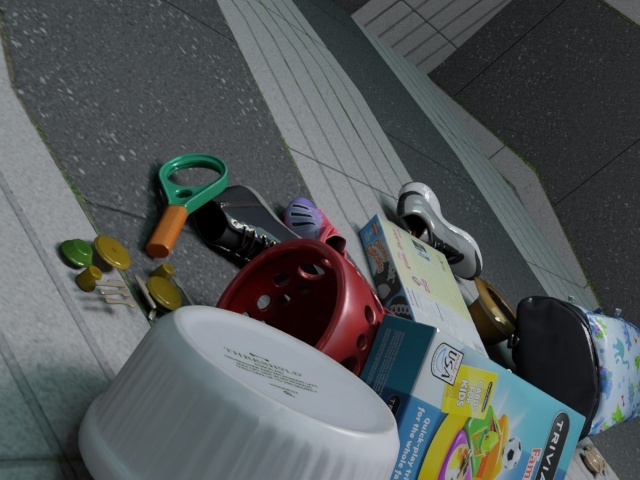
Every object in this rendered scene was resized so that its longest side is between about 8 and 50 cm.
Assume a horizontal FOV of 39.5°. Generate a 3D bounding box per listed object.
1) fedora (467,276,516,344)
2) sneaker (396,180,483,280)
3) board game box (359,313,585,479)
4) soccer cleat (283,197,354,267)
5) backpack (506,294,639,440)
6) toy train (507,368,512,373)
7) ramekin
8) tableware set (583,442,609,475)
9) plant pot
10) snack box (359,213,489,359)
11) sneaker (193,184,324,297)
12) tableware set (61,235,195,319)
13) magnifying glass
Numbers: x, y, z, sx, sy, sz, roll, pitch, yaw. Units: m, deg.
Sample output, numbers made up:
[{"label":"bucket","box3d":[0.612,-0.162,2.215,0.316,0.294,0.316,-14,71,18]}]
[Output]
[{"label":"fedora","box3d":[0.359,0.166,1.876,0.194,0.079,0.194,45,15,-15]},{"label":"sneaker","box3d":[0.255,-0.001,1.967,0.271,0.100,0.108,46,44,-19]},{"label":"board game box","box3d":[0.152,0.261,0.998,0.079,0.254,0.336,11,-15,47]},{"label":"soccer cleat","box3d":[0.000,0.000,1.376,0.083,0.095,0.248,39,22,-27]},{"label":"backpack","box3d":[0.528,0.263,1.801,0.355,0.273,0.290,32,55,-70]},{"label":"toy train","box3d":[0.351,0.307,1.569,0.125,0.046,0.166,58,35,-22]},{"label":"ramekin","box3d":[-0.056,0.161,0.761,0.273,0.127,0.273,27,8,-4]},{"label":"tableware set","box3d":[0.562,0.434,1.908,0.169,0.020,0.141,55,20,14]},{"label":"plant pot","box3d":[-0.006,0.121,1.014,0.174,0.191,0.191,45,17,-41]},{"label":"snack box","box3d":[0.184,0.100,1.621,0.187,0.060,0.322,30,26,-29]},{"label":"sneaker","box3d":[-0.081,0.019,1.210,0.222,0.083,0.118,44,23,12]},{"label":"tableware set","box3d":[-0.208,0.040,0.963,0.104,0.024,0.154,54,21,22]},{"label":"magnifying glass","box3d":[-0.177,-0.051,1.136,0.092,0.026,0.231,4,35,5]}]
